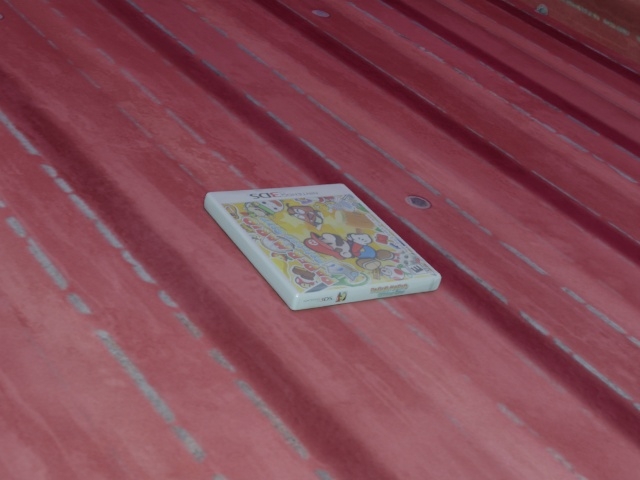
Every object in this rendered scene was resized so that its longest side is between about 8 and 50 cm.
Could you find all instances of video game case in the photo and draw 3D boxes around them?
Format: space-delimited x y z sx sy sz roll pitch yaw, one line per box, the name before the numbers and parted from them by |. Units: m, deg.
video game case | 0.000 0.000 1.283 0.206 0.026 0.227 -6 36 -33
